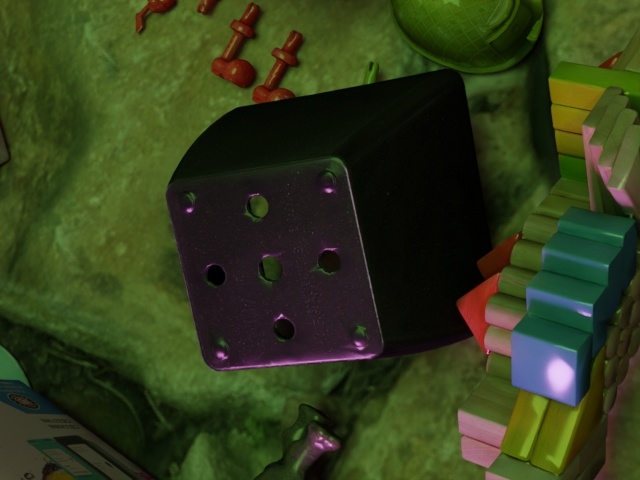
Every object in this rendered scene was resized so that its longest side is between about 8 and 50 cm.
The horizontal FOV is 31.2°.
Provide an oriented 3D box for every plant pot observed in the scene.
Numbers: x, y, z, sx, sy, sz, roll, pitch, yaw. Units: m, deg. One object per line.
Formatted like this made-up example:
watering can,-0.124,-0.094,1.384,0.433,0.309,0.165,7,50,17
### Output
plant pot,0.000,0.000,0.774,0.188,0.167,0.188,-7,101,24

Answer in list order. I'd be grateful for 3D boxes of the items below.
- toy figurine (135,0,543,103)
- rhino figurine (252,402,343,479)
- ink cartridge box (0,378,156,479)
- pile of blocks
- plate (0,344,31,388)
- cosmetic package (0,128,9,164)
toy figurine,-0.042,-0.209,0.841,0.363,0.217,0.191,32,94,27
rhino figurine,0.043,0.223,0.795,0.243,0.073,0.106,35,92,25
ink cartridge box,-0.225,0.249,0.833,0.270,0.198,0.197,31,93,21
pile of blocks,0.150,-0.004,0.720,0.113,0.149,0.362,15,75,33
plate,-0.330,0.173,1.008,0.188,0.024,0.188,-5,78,23
cosmetic package,-0.506,-0.070,1.036,0.385,0.217,0.156,-29,69,16
